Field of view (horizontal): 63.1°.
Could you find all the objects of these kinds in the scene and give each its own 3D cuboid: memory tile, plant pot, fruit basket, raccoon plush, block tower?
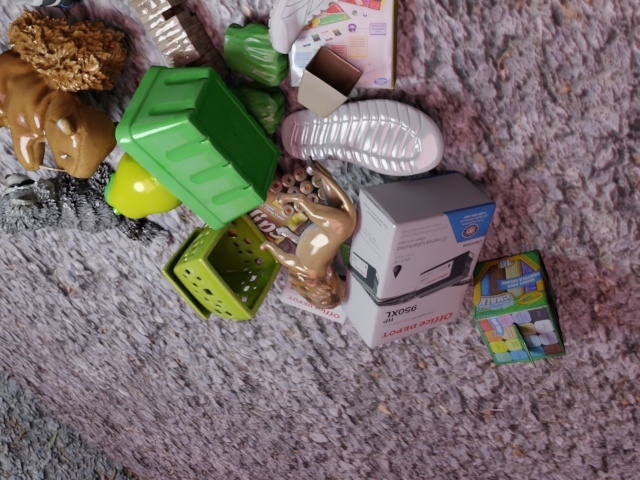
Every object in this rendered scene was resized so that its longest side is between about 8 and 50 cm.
[{"bbox_3d":[-0.053,-0.133,1.371,0.148,0.012,0.113,-28,101,-13],"label":"memory tile"},{"bbox_3d":[-0.276,0.075,1.422,0.207,0.228,0.227,-15,122,33],"label":"plant pot"},{"bbox_3d":[-0.337,-0.194,1.247,0.393,0.282,0.392,9,149,6],"label":"fruit basket"},{"bbox_3d":[-0.679,-0.062,1.502,0.447,0.299,0.216,29,128,-5],"label":"raccoon plush"},{"bbox_3d":[-0.346,-0.511,1.205,0.091,0.097,0.335,-16,118,26],"label":"block tower"},{"bbox_3d":[0.010,-0.336,1.139,0.109,0.109,0.096,32,141,-7],"label":"plant pot"}]

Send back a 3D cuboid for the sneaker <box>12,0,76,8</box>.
[{"bbox_3d":[-0.660,-0.596,1.252,0.217,0.121,0.079,34,123,35],"label":"sneaker"}]

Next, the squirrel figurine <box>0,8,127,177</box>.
[{"bbox_3d":[-0.623,-0.345,1.254,0.371,0.281,0.396,30,106,33],"label":"squirrel figurine"}]

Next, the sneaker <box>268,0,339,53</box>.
[{"bbox_3d":[-0.012,-0.494,1.026,0.129,0.111,0.297,26,130,-10],"label":"sneaker"}]

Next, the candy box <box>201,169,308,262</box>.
[{"bbox_3d":[-0.189,-0.059,1.488,0.183,0.087,0.316,41,127,-15],"label":"candy box"}]

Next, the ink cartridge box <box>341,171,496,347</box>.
[{"bbox_3d":[0.232,0.051,1.310,0.286,0.166,0.394,-12,131,-22],"label":"ink cartridge box"}]

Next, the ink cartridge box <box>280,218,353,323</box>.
[{"bbox_3d":[0.027,0.080,1.500,0.211,0.121,0.289,20,127,2],"label":"ink cartridge box"}]

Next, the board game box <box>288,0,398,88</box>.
[{"bbox_3d":[0.044,-0.490,1.117,0.243,0.064,0.316,6,126,13],"label":"board game box"}]

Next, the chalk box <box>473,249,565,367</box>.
[{"bbox_3d":[0.503,0.192,1.331,0.179,0.288,0.180,-16,118,26],"label":"chalk box"}]

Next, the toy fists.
[{"bbox_3d":[-0.146,-0.375,1.243,0.142,0.096,0.279,23,131,16],"label":"toy fists"}]

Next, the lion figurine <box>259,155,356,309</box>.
[{"bbox_3d":[0.000,0.000,1.272,0.240,0.142,0.392,37,138,13],"label":"lion figurine"}]

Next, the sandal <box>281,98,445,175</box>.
[{"bbox_3d":[0.100,-0.261,1.254,0.417,0.102,0.169,12,114,24],"label":"sandal"}]
